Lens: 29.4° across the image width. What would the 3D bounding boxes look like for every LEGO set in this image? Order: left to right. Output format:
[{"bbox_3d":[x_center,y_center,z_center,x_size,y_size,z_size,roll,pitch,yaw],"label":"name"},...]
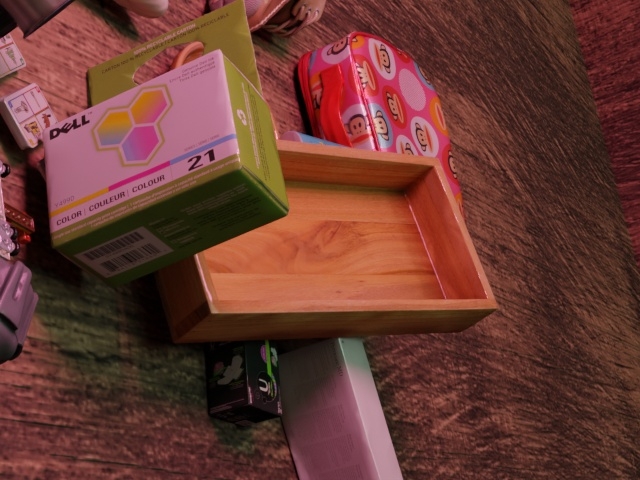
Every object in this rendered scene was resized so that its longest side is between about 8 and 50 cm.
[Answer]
[{"bbox_3d":[-0.290,-0.080,1.028,0.182,0.060,0.244,63,16,-13],"label":"LEGO set"}]

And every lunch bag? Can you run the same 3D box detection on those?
[{"bbox_3d":[0.077,-0.126,1.626,0.258,0.120,0.293,9,65,-59],"label":"lunch bag"}]

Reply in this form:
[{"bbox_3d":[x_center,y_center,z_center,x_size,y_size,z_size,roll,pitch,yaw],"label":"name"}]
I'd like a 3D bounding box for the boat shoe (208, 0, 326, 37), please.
[{"bbox_3d":[-0.041,-0.320,1.547,0.116,0.123,0.324,61,30,-21],"label":"boat shoe"}]

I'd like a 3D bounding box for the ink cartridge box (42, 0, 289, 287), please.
[{"bbox_3d":[-0.149,-0.112,1.098,0.097,0.189,0.255,44,28,-55],"label":"ink cartridge box"}]

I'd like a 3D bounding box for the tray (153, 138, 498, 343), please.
[{"bbox_3d":[0.000,0.000,1.295,0.411,0.076,0.203,3,59,-43],"label":"tray"}]

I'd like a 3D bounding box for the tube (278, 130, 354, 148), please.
[{"bbox_3d":[0.035,-0.081,1.461,0.207,0.052,0.080,14,76,-42],"label":"tube"}]

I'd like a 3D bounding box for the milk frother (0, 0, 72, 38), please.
[{"bbox_3d":[-0.270,-0.246,1.042,0.135,0.129,0.143,52,21,-14],"label":"milk frother"}]

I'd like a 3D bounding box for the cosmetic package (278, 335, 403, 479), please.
[{"bbox_3d":[0.025,0.227,1.320,0.060,0.099,0.239,-4,76,-61],"label":"cosmetic package"}]

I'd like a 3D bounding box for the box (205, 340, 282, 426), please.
[{"bbox_3d":[-0.078,0.139,1.241,0.062,0.052,0.083,30,48,-52],"label":"box"}]

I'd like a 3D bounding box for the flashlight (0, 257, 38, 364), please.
[{"bbox_3d":[-0.268,0.137,0.849,0.304,0.103,0.103,-81,167,-45],"label":"flashlight"}]

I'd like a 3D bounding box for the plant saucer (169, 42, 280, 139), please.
[{"bbox_3d":[-0.112,-0.126,1.373,0.200,0.037,0.200,40,39,-43],"label":"plant saucer"}]

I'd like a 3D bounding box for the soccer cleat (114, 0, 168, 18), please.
[{"bbox_3d":[-0.233,-0.281,1.237,0.196,0.068,0.076,43,52,-39],"label":"soccer cleat"}]
